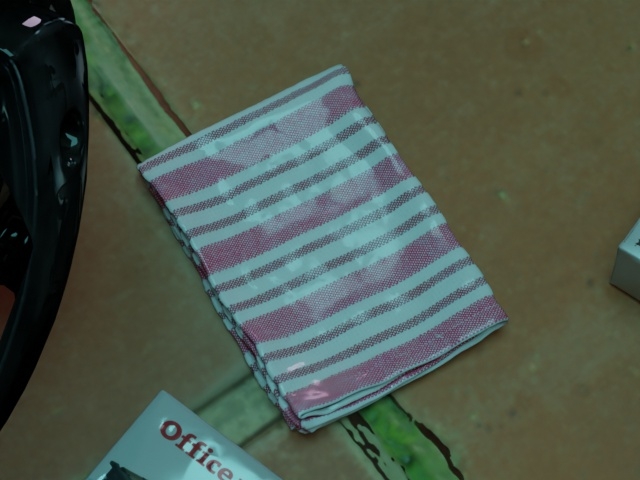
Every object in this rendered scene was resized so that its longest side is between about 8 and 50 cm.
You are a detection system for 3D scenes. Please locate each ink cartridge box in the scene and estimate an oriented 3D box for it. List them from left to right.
[{"bbox_3d":[-0.088,0.187,1.030,0.127,0.072,0.175,35,72,13],"label":"ink cartridge box"}]

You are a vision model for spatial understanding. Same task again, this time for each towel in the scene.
[{"bbox_3d":[0.000,0.000,1.131,0.144,0.029,0.197,-28,71,-12],"label":"towel"}]

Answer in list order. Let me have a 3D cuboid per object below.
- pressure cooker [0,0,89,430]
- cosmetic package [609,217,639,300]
[{"bbox_3d":[-0.315,-0.049,0.964,0.420,0.370,0.375,30,66,9],"label":"pressure cooker"},{"bbox_3d":[0.291,0.041,1.098,0.239,0.060,0.099,33,69,15],"label":"cosmetic package"}]
